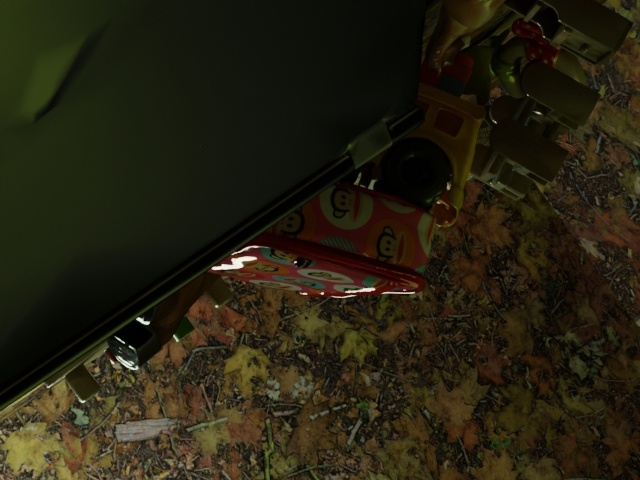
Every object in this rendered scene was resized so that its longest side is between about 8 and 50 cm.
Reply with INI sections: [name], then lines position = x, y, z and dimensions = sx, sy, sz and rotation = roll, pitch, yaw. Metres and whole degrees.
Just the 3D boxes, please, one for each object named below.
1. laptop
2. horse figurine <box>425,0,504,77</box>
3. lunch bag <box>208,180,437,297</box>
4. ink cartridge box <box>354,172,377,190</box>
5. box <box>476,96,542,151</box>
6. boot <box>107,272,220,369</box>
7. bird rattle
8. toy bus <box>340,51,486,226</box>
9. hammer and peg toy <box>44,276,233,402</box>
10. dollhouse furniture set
[laptop]
position = -0.152, -0.075, 0.686
dimensions = 0.382, 0.236, 0.408
rotation = -34, -153, -22
[horse figurine]
position = 0.178, -0.264, 1.317
dimensions = 0.174, 0.066, 0.263
rotation = -41, -179, -2
[lunch bag]
position = 0.000, 0.000, 1.511
dimensions = 0.258, 0.120, 0.293
rotation = 14, 170, -23
[ink cartridge box]
position = 0.060, -0.087, 1.902
dimensions = 0.189, 0.097, 0.255
rotation = -36, 153, 21
[box]
position = 0.160, -0.138, 2.214
dimensions = 0.395, 0.097, 0.318
rotation = -14, 173, -13
[boot]
position = -0.175, 0.021, 1.761
dimensions = 0.280, 0.096, 0.264
rotation = -46, 157, -32
[bird rattle]
position = 0.374, -0.308, 2.196
dimensions = 0.253, 0.207, 0.143
rotation = -23, -154, 47
[toy bus]
position = 0.089, -0.144, 1.525
dimensions = 0.149, 0.220, 0.211
rotation = 107, 5, -82
[hammer and peg toy]
position = -0.326, 0.153, 2.023
dimensions = 0.361, 0.127, 0.266
rotation = -36, 179, 30
[dollhouse furniture set]
position = 0.243, -0.192, 1.561
dimensions = 0.242, 0.161, 0.212
rotation = -60, 180, -4
